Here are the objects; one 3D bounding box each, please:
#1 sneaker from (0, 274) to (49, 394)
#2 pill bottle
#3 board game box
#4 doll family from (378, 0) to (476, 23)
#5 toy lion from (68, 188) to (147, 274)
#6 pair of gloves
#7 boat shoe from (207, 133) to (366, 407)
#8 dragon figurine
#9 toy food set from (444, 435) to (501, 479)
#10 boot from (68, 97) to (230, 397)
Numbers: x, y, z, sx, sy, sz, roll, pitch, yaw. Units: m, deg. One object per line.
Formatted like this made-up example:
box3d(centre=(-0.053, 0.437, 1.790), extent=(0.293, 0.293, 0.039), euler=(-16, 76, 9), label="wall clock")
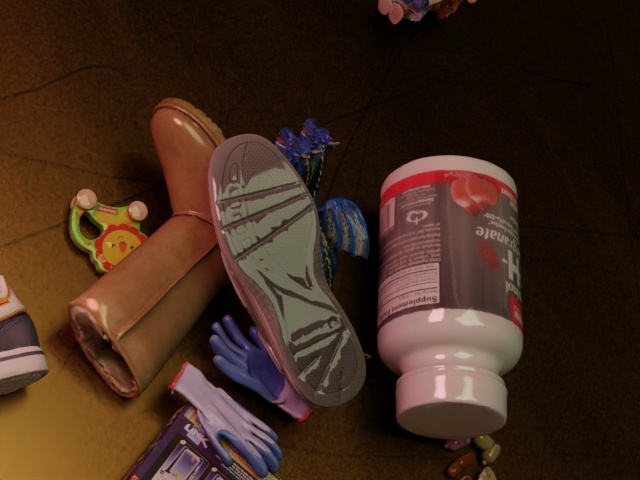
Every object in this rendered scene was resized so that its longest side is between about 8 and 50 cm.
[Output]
box3d(centre=(-0.431, 0.114, 1.325), extent=(0.321, 0.126, 0.127), euler=(-11, 76, -44), label="sneaker")
box3d(centre=(0.158, 0.071, 1.646), extent=(0.176, 0.176, 0.318), euler=(15, 60, -23), label="pill bottle")
box3d(centre=(-0.124, 0.282, 1.460), extent=(0.170, 0.048, 0.141), euler=(43, 51, -5), label="board game box")
box3d(centre=(0.128, -0.395, 1.921), extent=(0.163, 0.118, 0.263), euler=(-28, 64, -30), label="doll family")
box3d(centre=(-0.241, -0.002, 1.549), extent=(0.100, 0.034, 0.096), euler=(14, 68, -23), label="toy lion")
box3d(centre=(-0.084, 0.174, 1.516), extent=(0.159, 0.023, 0.198), euler=(43, 34, -4), label="pair of gloves")
box3d(centre=(-0.048, 0.038, 1.520), extent=(0.118, 0.103, 0.320), euler=(-24, 90, -21), label="boat shoe")
box3d(centre=(0.000, 0.000, 1.611), extent=(0.085, 0.144, 0.289), euler=(-11, 72, -33), label="dragon figurine")
box3d(centre=(0.184, 0.274, 1.659), extent=(0.078, 0.019, 0.122), euler=(21, 65, -19), label="toy food set")
box3d(centre=(-0.184, 0.002, 1.510), extent=(0.269, 0.089, 0.236), euler=(-46, 113, -37), label="boot")
